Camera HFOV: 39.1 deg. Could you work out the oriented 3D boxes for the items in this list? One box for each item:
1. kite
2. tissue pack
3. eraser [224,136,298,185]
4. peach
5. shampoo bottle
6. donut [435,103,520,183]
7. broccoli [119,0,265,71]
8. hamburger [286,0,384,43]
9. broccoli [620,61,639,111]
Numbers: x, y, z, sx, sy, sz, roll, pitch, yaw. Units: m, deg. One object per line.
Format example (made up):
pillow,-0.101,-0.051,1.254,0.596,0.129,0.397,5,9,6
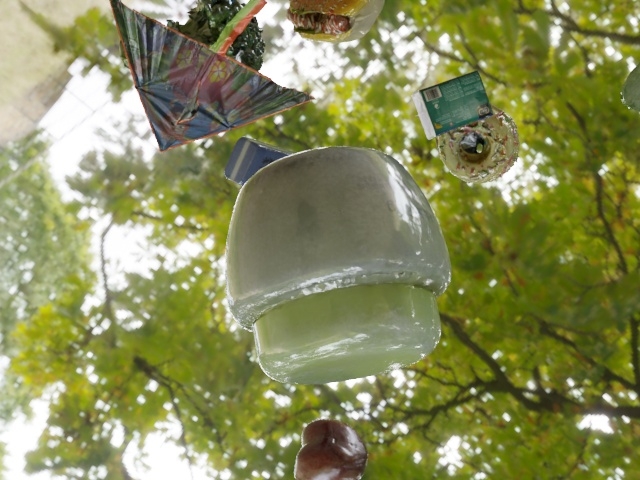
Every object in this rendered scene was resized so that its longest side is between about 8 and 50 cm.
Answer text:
kite,-0.093,-0.135,0.737,0.159,0.190,0.010,-58,-151,21
tissue pack,0.220,-0.229,1.535,0.111,0.085,0.079,-21,-176,-10
eraser,-0.077,-0.127,1.648,0.036,0.225,0.082,36,-75,37
peach,0.025,0.432,1.807,0.152,0.152,0.152,-33,-146,26
shampoo bottle,0.022,0.033,1.294,0.322,0.322,0.318,-22,-111,39
donut,0.314,-0.192,1.813,0.174,0.175,0.068,-28,-175,31
broccoli,-0.140,-0.209,1.002,0.160,0.154,0.167,-7,-117,-6
hamburger,0.027,-0.470,1.780,0.210,0.116,0.173,26,-94,50
broccoli,0.453,-0.160,1.009,0.261,0.241,0.269,49,-53,43
